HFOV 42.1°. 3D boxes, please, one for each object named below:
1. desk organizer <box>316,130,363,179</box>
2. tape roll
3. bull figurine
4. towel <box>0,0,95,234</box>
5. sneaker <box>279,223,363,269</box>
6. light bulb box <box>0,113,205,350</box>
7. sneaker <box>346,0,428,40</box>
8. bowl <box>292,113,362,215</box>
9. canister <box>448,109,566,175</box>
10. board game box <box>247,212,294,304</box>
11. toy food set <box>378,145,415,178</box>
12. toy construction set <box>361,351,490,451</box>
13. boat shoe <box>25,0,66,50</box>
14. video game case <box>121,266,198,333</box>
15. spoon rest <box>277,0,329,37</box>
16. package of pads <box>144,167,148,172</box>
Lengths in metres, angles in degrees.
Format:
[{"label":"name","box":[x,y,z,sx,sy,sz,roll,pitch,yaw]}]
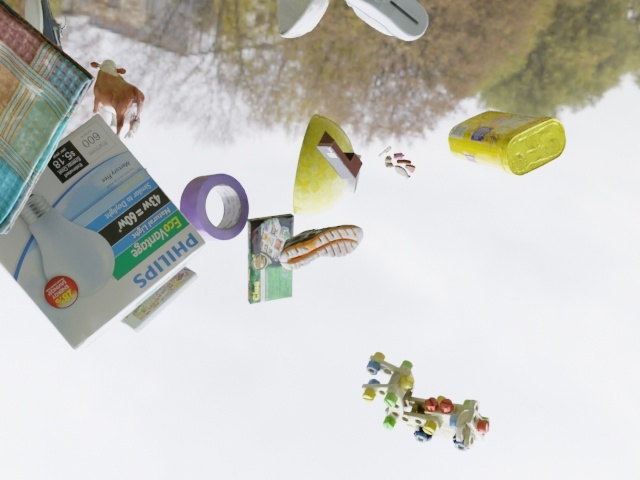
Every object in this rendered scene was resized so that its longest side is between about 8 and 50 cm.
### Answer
[{"label":"desk organizer","box":[0.048,-0.205,1.995,0.047,0.130,0.050,7,-119,39]},{"label":"tape roll","box":[-0.295,-0.092,2.327,0.080,0.189,0.189,-1,-170,44]},{"label":"bull figurine","box":[-0.589,-0.401,2.374,0.101,0.188,0.310,1,-157,-33]},{"label":"towel","box":[-0.576,-0.219,1.434,0.271,0.370,0.040,39,-154,-1]},{"label":"sneaker","box":[0.000,0.000,2.040,0.215,0.084,0.083,-15,-148,5]},{"label":"light bulb box","box":[-0.500,-0.007,1.791,0.358,0.361,0.225,-41,-177,-15]},{"label":"sneaker","box":[0.070,-0.428,1.424,0.258,0.094,0.091,37,168,-30]},{"label":"bowl","box":[0.030,-0.199,2.337,0.156,0.289,0.289,12,-157,7]},{"label":"canister","box":[0.314,-0.171,1.423,0.126,0.073,0.170,-26,-156,-19]},{"label":"board game box","box":[-0.143,0.053,2.384,0.136,0.259,0.030,-9,-156,-26]},{"label":"toy food set","box":[0.233,-0.227,2.451,0.122,0.078,0.019,32,-133,-20]},{"label":"toy construction set","box":[0.256,0.379,1.885,0.328,0.215,0.151,16,-132,42]},{"label":"boat shoe","box":[-0.694,-0.519,2.126,0.079,0.254,0.095,-11,-178,-37]},{"label":"video game case","box":[-0.476,0.133,2.275,0.206,0.026,0.227,25,-120,42]},{"label":"spoon rest","box":[-0.041,-0.466,1.590,0.084,0.137,0.276,30,-160,-17]},{"label":"package of pads","box":[-0.531,-0.052,2.151,0.101,0.229,0.296,-7,-163,26]}]
